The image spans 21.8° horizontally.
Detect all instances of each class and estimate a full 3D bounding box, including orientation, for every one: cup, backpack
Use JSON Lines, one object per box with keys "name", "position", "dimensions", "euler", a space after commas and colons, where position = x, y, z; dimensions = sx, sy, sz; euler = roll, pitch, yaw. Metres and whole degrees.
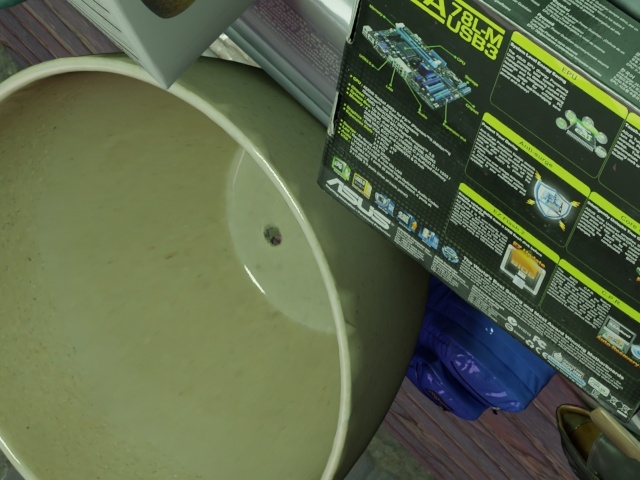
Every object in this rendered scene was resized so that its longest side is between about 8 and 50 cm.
{"name": "cup", "position": [-0.057, 0.019, 1.105], "dimensions": [0.331, 0.331, 0.237], "euler": [41, -145, 17]}
{"name": "backpack", "position": [0.121, 0.083, 1.242], "dimensions": [0.098, 0.101, 0.120], "euler": [39, 171, -24]}

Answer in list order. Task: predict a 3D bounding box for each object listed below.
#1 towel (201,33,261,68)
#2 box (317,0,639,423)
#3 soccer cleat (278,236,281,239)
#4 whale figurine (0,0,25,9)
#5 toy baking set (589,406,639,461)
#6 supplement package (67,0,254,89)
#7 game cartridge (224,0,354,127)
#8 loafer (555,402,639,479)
{"name": "towel", "position": [-0.038, -0.078, 1.366], "dimensions": [0.332, 0.053, 0.317], "euler": [42, 173, 14]}
{"name": "box", "position": [0.090, -0.032, 0.705], "dimensions": [0.190, 0.045, 0.184], "euler": [38, 147, 17]}
{"name": "soccer cleat", "position": [0.000, 0.000, 1.580], "dimensions": [0.196, 0.068, 0.076], "euler": [45, -173, -4]}
{"name": "whale figurine", "position": [-0.309, -0.289, 1.266], "dimensions": [0.272, 0.141, 0.216], "euler": [47, 172, -22]}
{"name": "toy baking set", "position": [0.295, 0.177, 1.119], "dimensions": [0.197, 0.030, 0.256], "euler": [53, 163, -22]}
{"name": "supplement package", "position": [-0.085, -0.188, 0.656], "dimensions": [0.134, 0.139, 0.244], "euler": [42, 174, 17]}
{"name": "game cartridge", "position": [0.052, -0.076, 0.878], "dimensions": [0.355, 0.068, 0.230], "euler": [43, 169, 6]}
{"name": "loafer", "position": [0.235, 0.178, 1.317], "dimensions": [0.061, 0.062, 0.170], "euler": [51, 169, -21]}
